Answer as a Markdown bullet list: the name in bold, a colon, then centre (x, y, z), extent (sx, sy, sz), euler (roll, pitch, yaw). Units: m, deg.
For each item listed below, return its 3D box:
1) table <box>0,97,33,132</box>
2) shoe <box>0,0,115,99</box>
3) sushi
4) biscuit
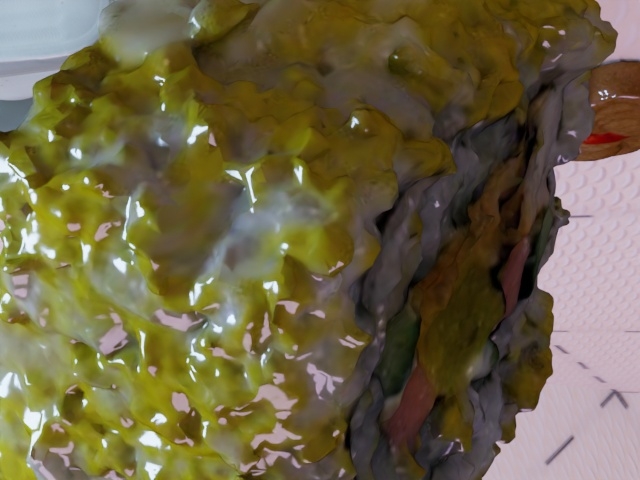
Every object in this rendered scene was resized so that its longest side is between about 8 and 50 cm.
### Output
- **table**: centre (-0.295, -0.092, 1.132), extent (0.220, 0.126, 0.126), euler (9, 166, -21)
- **shoe**: centre (-0.257, -0.134, 1.008), extent (0.265, 0.095, 0.110), euler (-1, 167, 9)
- **sushi**: centre (0.000, 0.000, 0.841), extent (0.240, 0.351, 0.396), euler (17, -144, 25)
- **biscuit**: centre (0.169, -0.095, 1.164), extent (0.295, 0.044, 0.186), euler (-5, 167, 37)
